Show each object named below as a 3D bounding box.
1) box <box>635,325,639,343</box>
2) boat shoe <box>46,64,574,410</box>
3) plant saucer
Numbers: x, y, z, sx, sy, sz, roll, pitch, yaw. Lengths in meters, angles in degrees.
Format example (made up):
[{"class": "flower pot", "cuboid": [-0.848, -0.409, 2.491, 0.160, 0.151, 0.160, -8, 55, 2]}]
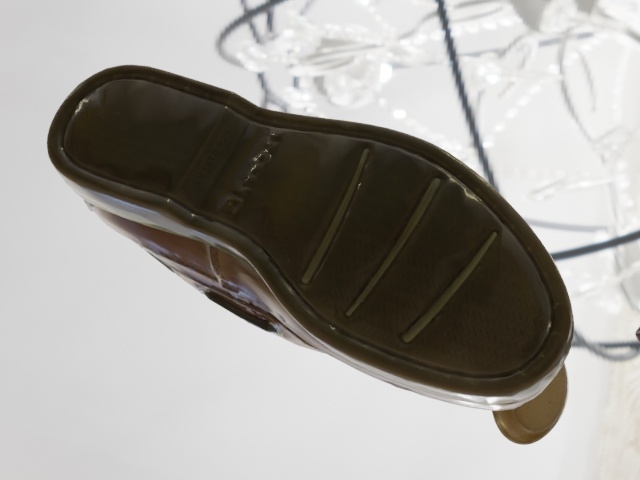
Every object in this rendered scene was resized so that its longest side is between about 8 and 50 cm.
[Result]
[{"class": "box", "cuboid": [0.388, 0.066, 1.025, 0.167, 0.203, 0.168, -9, -60, 47]}, {"class": "boat shoe", "cuboid": [0.000, 0.000, 0.670, 0.307, 0.104, 0.110, 30, -106, 30]}, {"class": "plant saucer", "cuboid": [0.161, 0.113, 0.978, 0.083, 0.015, 0.083, -29, -126, 50]}]
